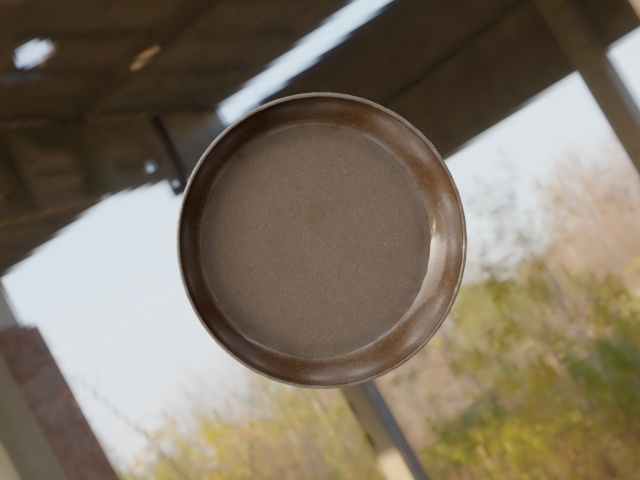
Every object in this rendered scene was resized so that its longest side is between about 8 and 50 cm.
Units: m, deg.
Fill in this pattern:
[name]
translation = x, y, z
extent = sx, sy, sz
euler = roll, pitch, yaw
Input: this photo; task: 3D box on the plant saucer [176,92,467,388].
[plant saucer]
translation = 0.000, 0.000, 1.732
extent = 0.311, 0.310, 0.050
euler = -28, 6, -10
